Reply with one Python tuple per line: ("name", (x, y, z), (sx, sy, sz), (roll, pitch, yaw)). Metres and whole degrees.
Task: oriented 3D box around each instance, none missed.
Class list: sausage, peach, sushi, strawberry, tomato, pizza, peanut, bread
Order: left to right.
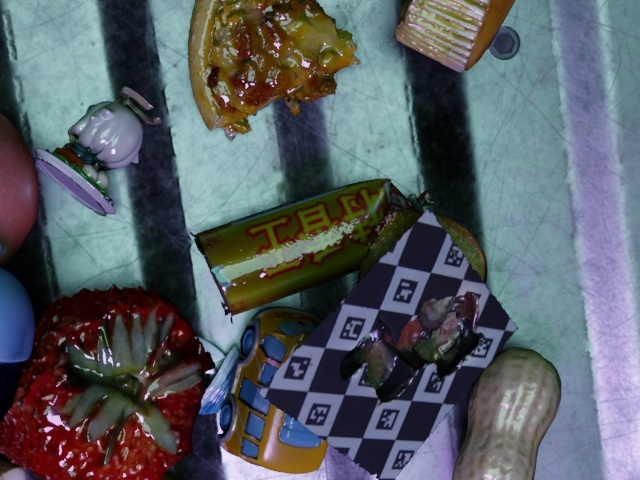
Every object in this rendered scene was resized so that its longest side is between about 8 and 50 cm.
("tomato", (-0.472, -0.061, 1.205), (0.255, 0.224, 0.256), (0, 71, -1))
("strawberry", (-0.288, 0.186, 1.262), (0.261, 0.257, 0.261), (5, 81, -35))
("pizza", (-0.056, -0.264, 1.303), (0.228, 0.081, 0.290), (15, 91, -7))
("sausage", (0.001, 0.002, 1.311), (0.317, 0.117, 0.125), (-18, 104, -4))
("sushi", (0.086, 0.136, 1.259), (0.292, 0.059, 0.294), (-48, 131, -7))
("peach", (0.115, 0.040, 1.302), (0.189, 0.068, 0.279), (-36, 135, -9))
("bread", (0.195, -0.344, 1.275), (0.133, 0.179, 0.250), (24, 84, 1))
("peanut", (0.243, 0.269, 1.347), (0.123, 0.123, 0.257), (20, 82, -7))

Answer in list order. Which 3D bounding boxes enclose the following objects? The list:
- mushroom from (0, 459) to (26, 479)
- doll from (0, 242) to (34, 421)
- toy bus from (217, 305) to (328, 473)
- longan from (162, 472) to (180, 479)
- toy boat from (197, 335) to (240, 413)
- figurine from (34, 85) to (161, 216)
("mushroom", (-0.495, 0.398, 1.299), (0.151, 0.156, 0.286), (23, 91, 21))
("doll", (-0.408, 0.152, 1.123), (0.141, 0.177, 0.314), (18, 87, -17))
("toy bus", (-0.040, 0.199, 1.298), (0.126, 0.136, 0.210), (15, 92, -28))
("longan", (-0.239, 0.365, 1.312), (0.154, 0.176, 0.145), (6, 137, -29))
("toy boat", (-0.164, 0.161, 1.356), (0.105, 0.034, 0.149), (-30, 84, 0))
("figurine", (-0.270, -0.124, 1.284), (0.132, 0.132, 0.154), (39, 76, -7))
